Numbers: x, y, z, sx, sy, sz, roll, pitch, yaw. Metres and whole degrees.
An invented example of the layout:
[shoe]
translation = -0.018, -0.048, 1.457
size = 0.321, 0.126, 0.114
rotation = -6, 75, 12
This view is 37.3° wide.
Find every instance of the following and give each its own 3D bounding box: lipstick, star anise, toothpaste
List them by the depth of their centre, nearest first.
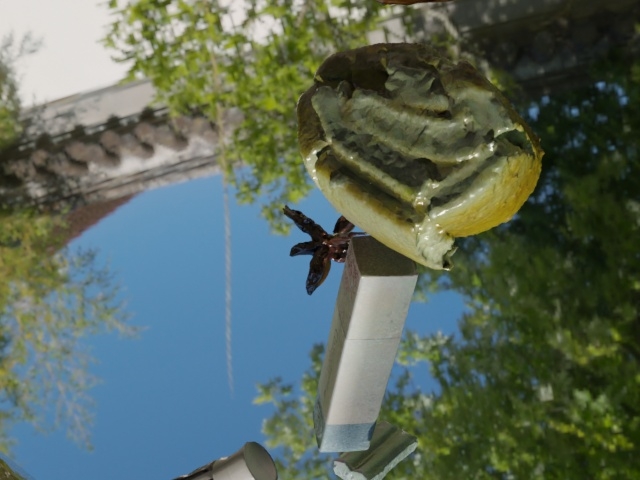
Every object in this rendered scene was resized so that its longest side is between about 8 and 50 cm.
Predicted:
[toothpaste]
translation = -0.129, 0.240, 0.841
size = 0.193, 0.071, 0.045
rotation = -34, -157, 19
[lipstick]
translation = 0.046, 0.129, 1.101
size = 0.068, 0.317, 0.066
rotation = 0, -136, -11
[star anise]
translation = 0.008, -0.006, 1.504
size = 0.140, 0.158, 0.144
rotation = -10, 164, 6

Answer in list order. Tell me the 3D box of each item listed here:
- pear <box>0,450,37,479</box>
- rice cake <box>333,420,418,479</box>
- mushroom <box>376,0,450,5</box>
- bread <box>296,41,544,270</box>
[pear]
translation = -0.271, 0.260, 0.573
size = 0.304, 0.304, 0.304
rotation = -14, -159, 5
[rice cake]
translation = 0.099, 0.382, 1.692
size = 0.085, 0.040, 0.226
rotation = 23, -161, 22
[mushroom]
translation = 0.018, -0.269, 0.475
size = 0.345, 0.345, 0.239
rotation = -20, 171, -11
[bread]
translation = 0.081, -0.092, 0.938
size = 0.257, 0.124, 0.186
rotation = 27, -96, 32
